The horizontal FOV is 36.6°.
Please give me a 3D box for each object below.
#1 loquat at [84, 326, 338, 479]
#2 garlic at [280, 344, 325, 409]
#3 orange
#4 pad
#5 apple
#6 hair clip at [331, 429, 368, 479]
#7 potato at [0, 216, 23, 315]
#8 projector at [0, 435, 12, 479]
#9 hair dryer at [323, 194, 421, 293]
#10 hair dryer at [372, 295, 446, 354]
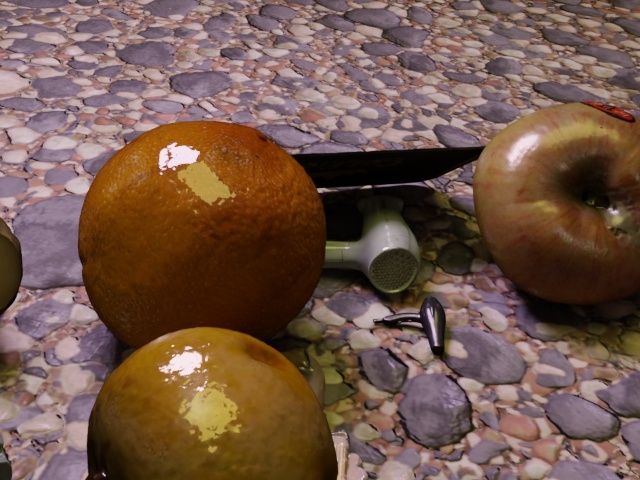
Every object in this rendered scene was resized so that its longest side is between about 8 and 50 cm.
[{"bbox_3d":[-0.094,0.171,0.763,0.213,0.213,0.213,4,32,-2],"label":"loquat"},{"bbox_3d":[-0.036,0.162,0.938,0.084,0.066,0.152,-18,24,16],"label":"garlic"},{"bbox_3d":[-0.127,0.004,1.003,0.264,0.264,0.264,4,32,-2],"label":"orange"},{"bbox_3d":[0.031,-0.066,1.210,0.375,0.063,0.315,-5,-7,-18],"label":"pad"},{"bbox_3d":[0.306,-0.043,1.150,0.261,0.260,0.194,7,-2,2],"label":"apple"},{"bbox_3d":[0.011,0.244,0.821,0.062,0.056,0.214,-8,22,10],"label":"hair clip"},{"bbox_3d":[-0.467,0.012,0.979,0.285,0.242,0.242,-29,42,-15],"label":"potato"},{"bbox_3d":[-0.401,0.163,0.753,0.250,0.108,0.198,22,4,25],"label":"projector"},{"bbox_3d":[0.000,0.000,1.218,0.237,0.075,0.206,-5,25,-1],"label":"hair dryer"},{"bbox_3d":[0.101,0.099,1.097,0.083,0.031,0.079,-7,40,7],"label":"hair dryer"}]
